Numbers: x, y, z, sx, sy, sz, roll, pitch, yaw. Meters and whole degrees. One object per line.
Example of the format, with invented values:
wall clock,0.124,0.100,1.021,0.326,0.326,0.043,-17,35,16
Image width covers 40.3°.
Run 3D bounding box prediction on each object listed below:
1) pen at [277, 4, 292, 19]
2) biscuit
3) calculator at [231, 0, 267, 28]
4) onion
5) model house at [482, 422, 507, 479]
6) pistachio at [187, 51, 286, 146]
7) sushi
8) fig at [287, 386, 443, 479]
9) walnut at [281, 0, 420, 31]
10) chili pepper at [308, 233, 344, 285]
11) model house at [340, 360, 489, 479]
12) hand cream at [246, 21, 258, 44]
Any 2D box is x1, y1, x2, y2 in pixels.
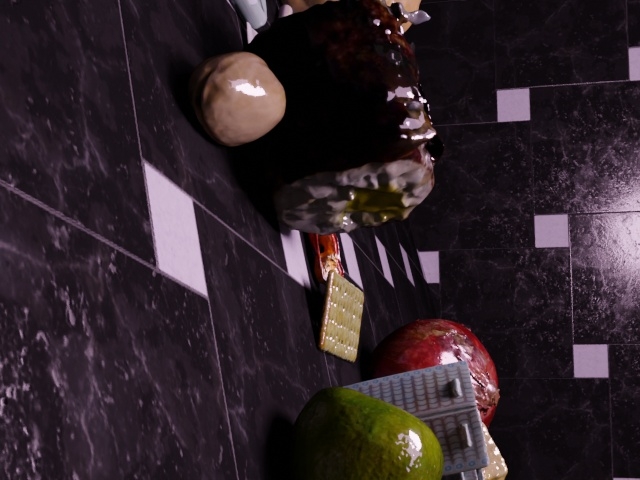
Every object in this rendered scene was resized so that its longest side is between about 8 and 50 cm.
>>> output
pen,-0.077,-0.433,1.807,0.269,0.033,0.033,-89,159,-56
biscuit,0.038,0.132,1.501,0.231,0.016,0.139,41,55,-69
calculator,-0.148,-0.472,1.499,0.246,0.045,0.141,56,21,-58
onion,0.224,0.284,1.697,0.276,0.276,0.276,-17,90,-78
model house,0.225,0.431,1.521,0.175,0.193,0.234,-177,-108,-75
pistachio,-0.113,-0.187,1.141,0.126,0.108,0.185,-65,159,3
sushi,0.031,-0.185,1.328,0.299,0.281,0.294,121,-39,-67
fig,0.033,0.306,1.042,0.235,0.203,0.203,-59,141,-31
walnut,0.060,-0.615,2.035,0.383,0.383,0.384,-17,90,-78
chili pepper,0.000,0.000,1.534,0.059,0.050,0.268,-2,71,-35
model house,0.144,0.307,1.372,0.215,0.224,0.199,61,19,-60
hand cream,-0.063,-0.274,1.572,0.248,0.083,0.133,44,28,-49
